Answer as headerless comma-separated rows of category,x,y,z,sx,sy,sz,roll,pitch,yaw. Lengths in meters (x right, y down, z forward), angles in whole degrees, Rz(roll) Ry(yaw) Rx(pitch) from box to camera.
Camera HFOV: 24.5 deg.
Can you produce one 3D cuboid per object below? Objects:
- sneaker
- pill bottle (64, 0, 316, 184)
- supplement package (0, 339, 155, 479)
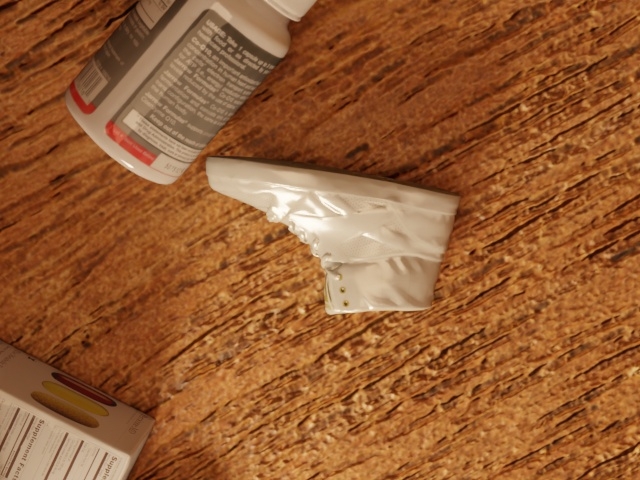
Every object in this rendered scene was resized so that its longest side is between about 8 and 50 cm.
sneaker,0.000,0.000,1.674,0.292,0.108,0.169,12,99,3
pill bottle,-0.136,-0.214,1.623,0.161,0.161,0.283,42,102,-2
supplement package,-0.342,0.232,1.744,0.244,0.139,0.134,27,103,0
